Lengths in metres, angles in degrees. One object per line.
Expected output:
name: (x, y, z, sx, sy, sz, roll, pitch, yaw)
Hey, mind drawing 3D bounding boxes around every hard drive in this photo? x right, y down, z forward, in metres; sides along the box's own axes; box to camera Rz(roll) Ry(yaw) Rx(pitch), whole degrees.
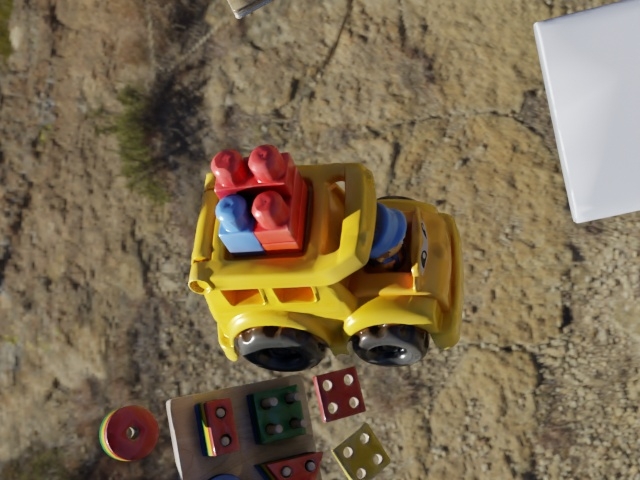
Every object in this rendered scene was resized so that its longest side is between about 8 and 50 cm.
hard drive: (0.438, -0.170, 0.957, 0.353, 0.047, 0.233, -12, 95, 9)

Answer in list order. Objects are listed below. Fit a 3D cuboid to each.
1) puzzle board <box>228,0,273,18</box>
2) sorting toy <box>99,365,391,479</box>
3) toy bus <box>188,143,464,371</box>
puzzle board: (-0.019, -0.171, 0.420, 0.096, 0.011, 0.128, -27, 60, 1)
sorting toy: (-0.049, 0.192, 0.768, 0.046, 0.274, 0.132, -26, 72, 59)
toy bus: (0.000, 0.000, 0.708, 0.220, 0.211, 0.149, -3, 57, 13)
